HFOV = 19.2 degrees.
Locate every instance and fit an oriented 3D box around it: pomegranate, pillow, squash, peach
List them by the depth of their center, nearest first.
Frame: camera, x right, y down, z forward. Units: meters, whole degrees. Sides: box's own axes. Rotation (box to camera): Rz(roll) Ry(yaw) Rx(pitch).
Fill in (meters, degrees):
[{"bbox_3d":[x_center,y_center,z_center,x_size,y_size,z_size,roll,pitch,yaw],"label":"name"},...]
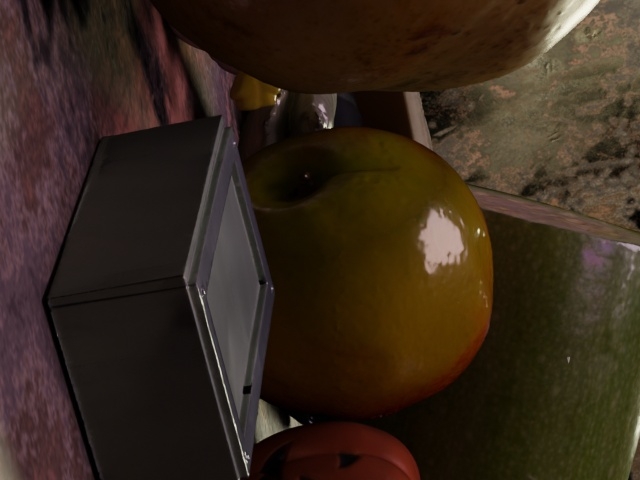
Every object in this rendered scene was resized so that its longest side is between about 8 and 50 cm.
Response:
[{"bbox_3d":[0.025,-0.283,1.263,0.416,0.417,0.416,-10,90,-84],"label":"pomegranate"},{"bbox_3d":[0.018,0.025,1.404,0.231,0.231,0.231,-10,90,-84],"label":"peach"},{"bbox_3d":[-0.030,-0.086,1.583,0.181,0.078,0.134,105,-4,-50],"label":"pillow"},{"bbox_3d":[0.142,0.157,1.612,0.263,0.263,0.384,-34,137,-83],"label":"squash"}]

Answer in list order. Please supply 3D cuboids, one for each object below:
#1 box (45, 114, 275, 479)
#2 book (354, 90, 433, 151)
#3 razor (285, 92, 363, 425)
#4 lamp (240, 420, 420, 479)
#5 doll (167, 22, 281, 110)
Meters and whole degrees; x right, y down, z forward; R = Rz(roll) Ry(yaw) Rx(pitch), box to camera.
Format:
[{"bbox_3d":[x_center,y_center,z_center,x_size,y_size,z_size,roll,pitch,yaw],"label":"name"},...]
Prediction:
[{"bbox_3d":[-0.087,0.032,1.099,0.225,0.086,0.129,-85,164,-64],"label":"box"},{"bbox_3d":[0.045,-0.037,1.955,0.262,0.028,0.374,124,-33,-44],"label":"book"},{"bbox_3d":[0.002,-0.001,1.800,0.204,0.113,0.349,77,6,-55],"label":"razor"},{"bbox_3d":[0.018,0.222,1.387,0.187,0.164,0.187,-10,90,-86],"label":"lamp"},{"bbox_3d":[-0.077,-0.245,1.575,0.365,0.094,0.160,-89,170,-56],"label":"doll"}]
